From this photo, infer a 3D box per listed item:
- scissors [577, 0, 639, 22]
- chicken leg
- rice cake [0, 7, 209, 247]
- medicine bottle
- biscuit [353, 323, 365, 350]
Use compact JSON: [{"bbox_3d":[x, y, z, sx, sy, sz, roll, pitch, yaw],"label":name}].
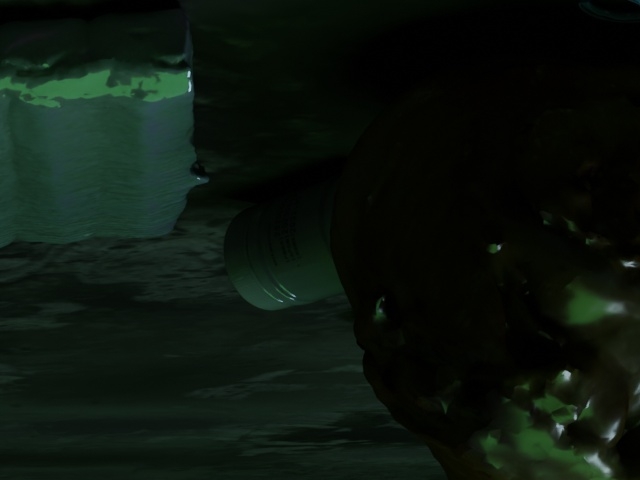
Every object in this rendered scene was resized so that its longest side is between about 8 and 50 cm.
[{"bbox_3d":[0.152,-0.086,0.756,0.058,0.014,0.119,-10,163,40],"label":"scissors"},{"bbox_3d":[0.156,0.101,0.845,0.295,0.182,0.409,4,129,10],"label":"chicken leg"},{"bbox_3d":[-0.112,-0.039,0.811,0.127,0.043,0.237,-4,167,-6],"label":"rice cake"},{"bbox_3d":[0.000,0.000,0.971,0.058,0.058,0.091,8,162,-42],"label":"medicine bottle"},{"bbox_3d":[0.067,0.062,1.318,0.087,0.027,0.089,-11,165,28],"label":"biscuit"}]
